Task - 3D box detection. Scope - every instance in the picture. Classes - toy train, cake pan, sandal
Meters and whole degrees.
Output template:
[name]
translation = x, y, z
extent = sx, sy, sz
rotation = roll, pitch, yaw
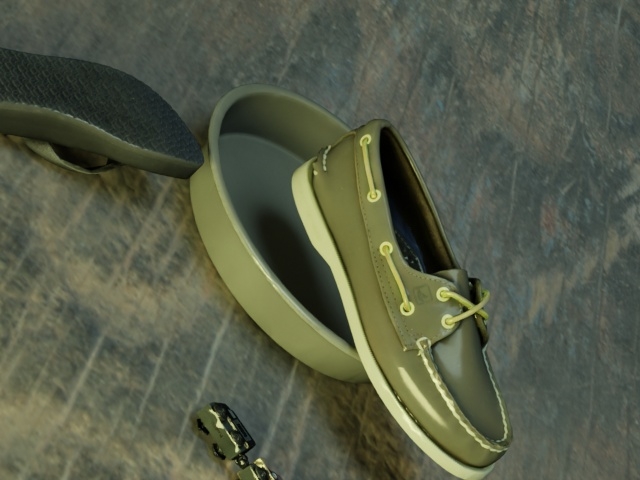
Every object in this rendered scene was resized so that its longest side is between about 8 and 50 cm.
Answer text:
[toy train]
translation = -0.038, 0.184, 1.360
extent = 0.158, 0.027, 0.036
rotation = 56, 18, 9
[cake pan]
translation = 0.000, 0.000, 1.594
extent = 0.293, 0.054, 0.293
rotation = 36, 32, -27
[sandal]
translation = -0.204, -0.096, 1.422
extent = 0.254, 0.054, 0.097
rotation = 15, 37, -34

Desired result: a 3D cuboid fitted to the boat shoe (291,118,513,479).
[boat shoe]
translation = 0.078, 0.043, 1.504
extent = 0.109, 0.091, 0.305
rotation = 5, 53, -53
